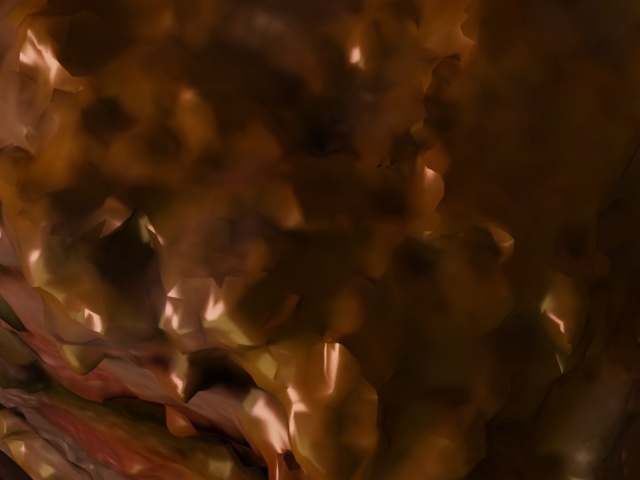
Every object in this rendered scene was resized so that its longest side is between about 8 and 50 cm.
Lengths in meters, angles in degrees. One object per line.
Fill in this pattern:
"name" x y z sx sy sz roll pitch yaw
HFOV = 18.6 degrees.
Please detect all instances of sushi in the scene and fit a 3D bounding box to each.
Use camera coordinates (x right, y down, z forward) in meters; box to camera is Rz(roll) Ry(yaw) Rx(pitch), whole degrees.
"sushi" 0.000 0.000 0.675 0.351 0.240 0.396 28 163 21

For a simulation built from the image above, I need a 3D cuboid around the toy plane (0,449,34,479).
"toy plane" -0.084 0.121 0.599 0.267 0.088 0.212 23 156 31
